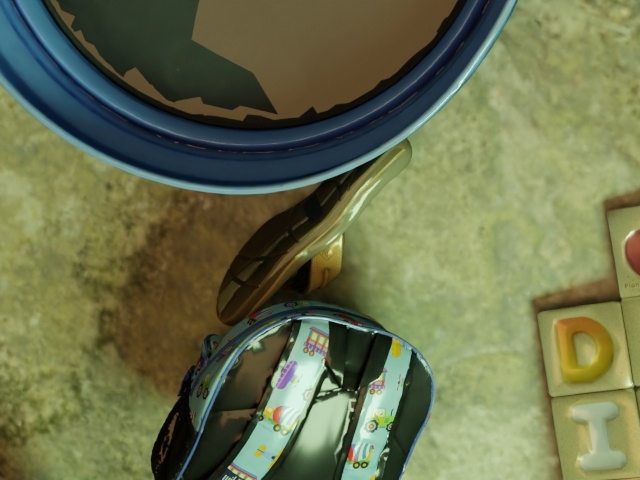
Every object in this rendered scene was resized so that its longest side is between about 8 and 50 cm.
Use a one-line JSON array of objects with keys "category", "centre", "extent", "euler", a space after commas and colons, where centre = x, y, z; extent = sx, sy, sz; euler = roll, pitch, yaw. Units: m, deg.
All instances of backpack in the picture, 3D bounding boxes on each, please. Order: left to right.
[{"category": "backpack", "centre": [-0.016, 0.111, 0.918], "extent": [0.158, 0.117, 0.173], "euler": [15, 112, -18]}]

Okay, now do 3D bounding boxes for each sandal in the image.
[{"category": "sandal", "centre": [0.000, 0.000, 0.938], "extent": [0.180, 0.072, 0.049], "euler": [-42, 113, 14]}]

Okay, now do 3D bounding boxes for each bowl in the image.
[{"category": "bowl", "centre": [-0.055, -0.226, 0.883], "extent": [0.391, 0.077, 0.391], "euler": [3, 104, 13]}]

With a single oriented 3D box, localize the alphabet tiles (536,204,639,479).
[{"category": "alphabet tiles", "centre": [0.284, 0.135, 0.867], "extent": [0.285, 0.011, 0.342], "euler": [-10, 86, 27]}]
